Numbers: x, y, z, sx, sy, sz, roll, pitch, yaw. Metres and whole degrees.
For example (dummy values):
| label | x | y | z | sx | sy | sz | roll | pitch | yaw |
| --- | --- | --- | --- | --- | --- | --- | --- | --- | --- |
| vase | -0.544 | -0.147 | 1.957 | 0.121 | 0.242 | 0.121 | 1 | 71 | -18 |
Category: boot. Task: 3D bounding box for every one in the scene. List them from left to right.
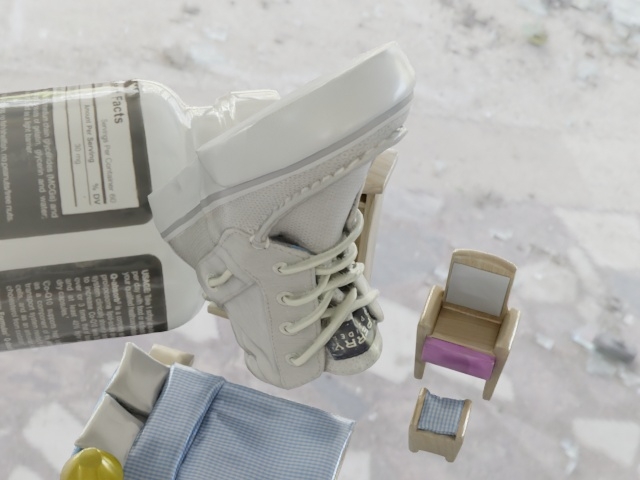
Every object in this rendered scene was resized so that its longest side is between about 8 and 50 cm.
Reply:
| label | x | y | z | sx | sy | sz | roll | pitch | yaw |
| --- | --- | --- | --- | --- | --- | --- | --- | --- | --- |
| boot | 0.000 | 0.000 | 0.585 | 0.095 | 0.258 | 0.123 | -32 | 93 | -17 |

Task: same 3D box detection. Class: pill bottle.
| label | x | y | z | sx | sy | sz | roll | pitch | yaw |
| --- | --- | --- | --- | --- | --- | --- | --- | --- | --- |
| pill bottle | -0.158 | -0.016 | 0.806 | 0.278 | 0.162 | 0.162 | -6 | 45 | -9 |

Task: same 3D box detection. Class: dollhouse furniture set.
| label | x | y | z | sx | sy | sz | roll | pitch | yaw |
| --- | --- | --- | --- | --- | --- | --- | --- | --- | --- |
| dollhouse furniture set | -0.014 | 0.093 | 0.959 | 0.286 | 0.198 | 0.303 | 16 | 45 | 10 |
